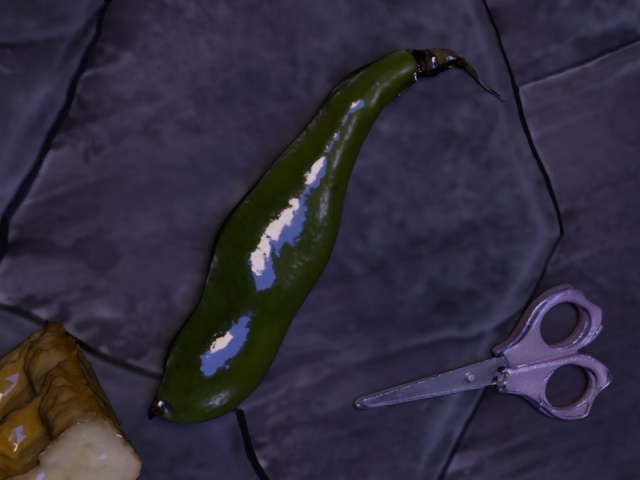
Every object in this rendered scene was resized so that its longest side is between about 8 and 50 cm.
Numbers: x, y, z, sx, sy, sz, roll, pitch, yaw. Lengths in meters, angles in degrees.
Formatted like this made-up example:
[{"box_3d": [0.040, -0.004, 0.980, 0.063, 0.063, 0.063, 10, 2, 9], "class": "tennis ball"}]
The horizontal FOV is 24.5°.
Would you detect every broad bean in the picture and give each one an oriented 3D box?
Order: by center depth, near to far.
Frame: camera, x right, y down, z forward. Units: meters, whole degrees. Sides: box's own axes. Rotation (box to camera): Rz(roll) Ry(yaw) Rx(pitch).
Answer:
[{"box_3d": [-0.008, -0.008, 0.955, 0.098, 0.056, 0.318, 44, 83, -17], "class": "broad bean"}]

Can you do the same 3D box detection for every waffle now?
[{"box_3d": [-0.228, 0.171, 0.861, 0.274, 0.168, 0.057, -42, 114, -5], "class": "waffle"}]

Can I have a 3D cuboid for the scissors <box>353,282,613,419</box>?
[{"box_3d": [0.113, 0.092, 1.026, 0.189, 0.015, 0.100, -13, 104, -13], "class": "scissors"}]
